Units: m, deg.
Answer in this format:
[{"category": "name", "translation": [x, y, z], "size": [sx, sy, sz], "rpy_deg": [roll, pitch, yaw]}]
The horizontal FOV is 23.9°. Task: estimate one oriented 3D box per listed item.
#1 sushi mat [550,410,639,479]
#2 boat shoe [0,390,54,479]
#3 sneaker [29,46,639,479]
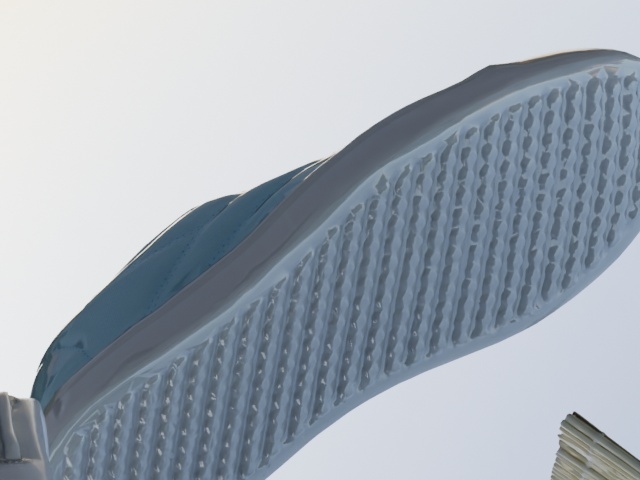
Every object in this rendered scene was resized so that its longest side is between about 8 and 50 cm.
[{"category": "sushi mat", "translation": [0.269, 0.237, 0.943], "size": [0.316, 0.151, 0.019], "rpy_deg": [36, -121, 28]}, {"category": "boat shoe", "translation": [-0.066, 0.144, 0.458], "size": [0.156, 0.135, 0.367], "rpy_deg": [-9, -160, -22]}, {"category": "sneaker", "translation": [0.000, 0.000, 0.768], "size": [0.366, 0.135, 0.150], "rpy_deg": [-31, -146, 0]}]
